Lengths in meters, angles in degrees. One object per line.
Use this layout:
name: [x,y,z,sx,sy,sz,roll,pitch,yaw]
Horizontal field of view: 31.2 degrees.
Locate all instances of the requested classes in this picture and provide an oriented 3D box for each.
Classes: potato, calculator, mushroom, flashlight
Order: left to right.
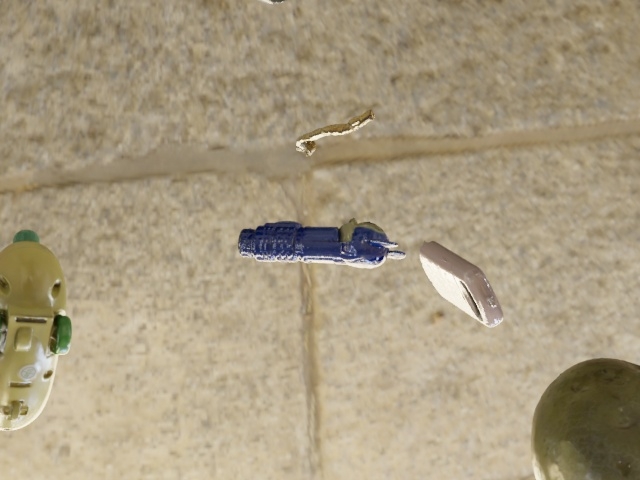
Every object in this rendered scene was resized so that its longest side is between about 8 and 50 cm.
flashlight: [0.000,0.000,0.832,0.121,0.057,0.036,3,79,14]
mushroom: [0.009,-0.121,1.291,0.028,0.286,0.026,-25,93,-13]
calculator: [0.195,0.059,1.593,0.032,0.175,0.100,-35,118,-10]
potato: [0.276,0.196,0.924,0.177,0.235,0.160,-32,150,-23]

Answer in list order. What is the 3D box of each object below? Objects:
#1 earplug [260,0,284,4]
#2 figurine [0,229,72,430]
earplug: [-0.182,-0.306,0.992,0.323,0.185,0.185,6,122,17]
figurine: [-0.471,0.147,1.764,0.124,0.222,0.325,3,123,-24]
